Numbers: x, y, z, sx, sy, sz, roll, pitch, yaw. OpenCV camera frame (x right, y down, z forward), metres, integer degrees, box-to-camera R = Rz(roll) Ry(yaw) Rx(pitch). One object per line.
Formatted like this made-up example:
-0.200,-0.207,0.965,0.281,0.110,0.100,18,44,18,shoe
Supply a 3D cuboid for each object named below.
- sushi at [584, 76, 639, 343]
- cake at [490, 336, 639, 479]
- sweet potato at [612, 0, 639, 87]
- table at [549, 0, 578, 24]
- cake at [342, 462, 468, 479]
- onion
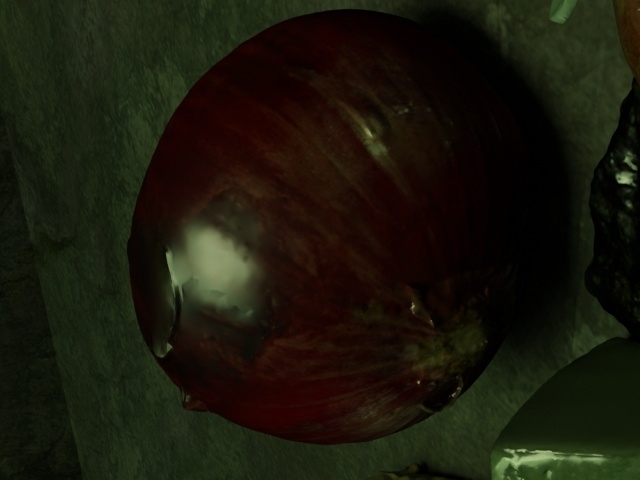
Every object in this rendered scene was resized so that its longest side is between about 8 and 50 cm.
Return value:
0.226,-0.023,0.605,0.127,0.124,0.225,51,147,40,sushi
0.236,0.190,0.698,0.283,0.172,0.158,20,128,57,cake
0.160,-0.090,0.487,0.078,0.058,0.255,-80,-32,-76,sweet potato
0.164,-0.217,0.568,0.167,0.166,0.198,62,162,16,table
0.070,0.395,1.020,0.314,0.306,0.293,-13,98,65,cake
0.004,0.007,0.885,0.341,0.341,0.341,44,145,43,onion
